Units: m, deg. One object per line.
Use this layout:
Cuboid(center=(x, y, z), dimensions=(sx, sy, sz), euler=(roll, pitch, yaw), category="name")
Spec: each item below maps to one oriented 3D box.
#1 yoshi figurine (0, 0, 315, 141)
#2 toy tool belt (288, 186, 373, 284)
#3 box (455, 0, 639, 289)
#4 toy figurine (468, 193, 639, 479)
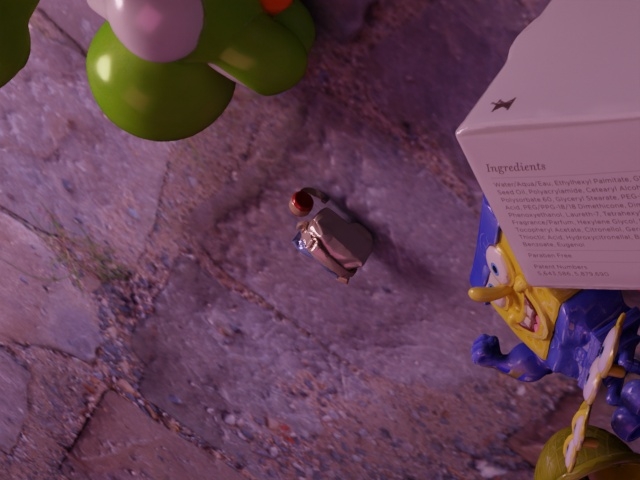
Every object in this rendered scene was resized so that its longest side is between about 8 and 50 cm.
Cuboid(center=(-0.187, -0.182, 0.915), dimensions=(0.362, 0.203, 0.203), euler=(29, 172, -13), category="yoshi figurine")
Cuboid(center=(0.000, 0.000, 1.081), dimensions=(0.083, 0.052, 0.051), euler=(39, 137, -1), category="toy tool belt")
Cuboid(center=(0.204, -0.074, 0.704), dimensions=(0.182, 0.181, 0.119), euler=(-1, 131, 42), category="box")
Cuboid(center=(0.194, 0.043, 0.933), dimensions=(0.217, 0.191, 0.362), euler=(55, 163, 30), category="toy figurine")
